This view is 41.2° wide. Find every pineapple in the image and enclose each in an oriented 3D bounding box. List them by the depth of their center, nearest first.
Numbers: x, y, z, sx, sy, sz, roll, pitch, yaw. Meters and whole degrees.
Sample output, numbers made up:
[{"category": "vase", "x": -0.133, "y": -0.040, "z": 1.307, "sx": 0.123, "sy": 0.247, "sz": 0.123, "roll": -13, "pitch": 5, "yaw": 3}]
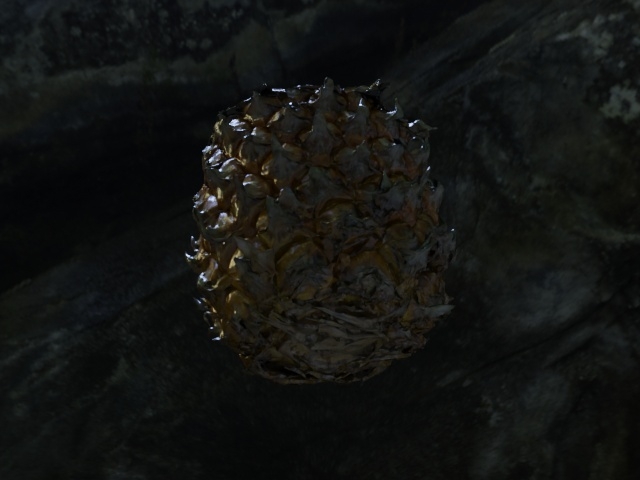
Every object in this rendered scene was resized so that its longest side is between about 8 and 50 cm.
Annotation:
[{"category": "pineapple", "x": 0.002, "y": 0.002, "z": 1.029, "sx": 0.352, "sy": 0.352, "sz": 0.300, "roll": -8, "pitch": -130, "yaw": -3}]
